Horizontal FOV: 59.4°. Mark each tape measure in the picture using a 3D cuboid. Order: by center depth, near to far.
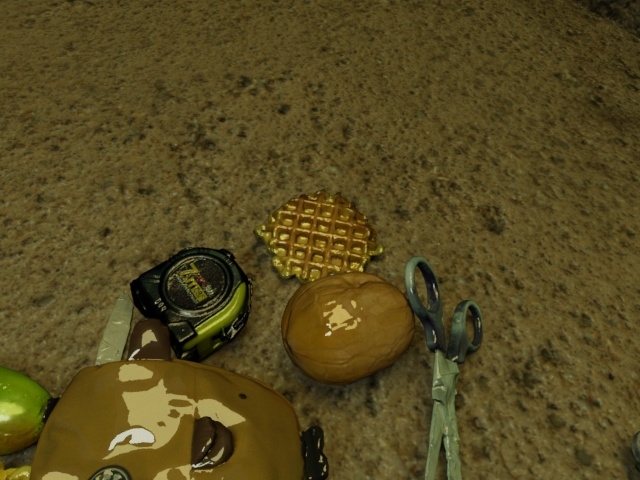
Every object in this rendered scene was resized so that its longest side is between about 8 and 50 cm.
[{"bbox_3d":[-0.210,0.108,0.983,0.186,0.112,0.199,-33,65,-21],"label":"tape measure"}]

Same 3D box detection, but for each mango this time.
[{"bbox_3d":[-0.505,0.244,0.829,0.232,0.111,0.125,14,44,7],"label":"mango"}]

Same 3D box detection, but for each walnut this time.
[{"bbox_3d":[0.045,0.144,0.934,0.225,0.193,0.193,-12,50,-32],"label":"walnut"}]

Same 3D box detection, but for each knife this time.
[{"bbox_3d":[-0.354,0.202,0.943,0.047,0.017,0.298,-1,49,-2],"label":"knife"}]

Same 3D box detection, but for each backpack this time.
[{"bbox_3d":[-0.187,0.301,0.750,0.377,0.201,0.354,1,46,-13],"label":"backpack"}]

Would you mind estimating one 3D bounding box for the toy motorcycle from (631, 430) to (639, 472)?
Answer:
[{"bbox_3d":[0.607,0.360,0.796,0.275,0.205,0.127,30,53,12],"label":"toy motorcycle"}]

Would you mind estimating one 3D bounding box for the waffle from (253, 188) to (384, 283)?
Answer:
[{"bbox_3d":[0.000,0.000,1.144,0.243,0.059,0.238,-30,62,-26],"label":"waffle"}]

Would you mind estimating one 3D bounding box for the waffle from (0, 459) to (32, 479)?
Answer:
[{"bbox_3d":[-0.493,0.423,0.705,0.309,0.065,0.283,-11,50,-13],"label":"waffle"}]

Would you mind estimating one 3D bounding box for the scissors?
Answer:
[{"bbox_3d":[0.197,0.231,0.898,0.029,0.256,0.384,-17,49,37],"label":"scissors"}]
